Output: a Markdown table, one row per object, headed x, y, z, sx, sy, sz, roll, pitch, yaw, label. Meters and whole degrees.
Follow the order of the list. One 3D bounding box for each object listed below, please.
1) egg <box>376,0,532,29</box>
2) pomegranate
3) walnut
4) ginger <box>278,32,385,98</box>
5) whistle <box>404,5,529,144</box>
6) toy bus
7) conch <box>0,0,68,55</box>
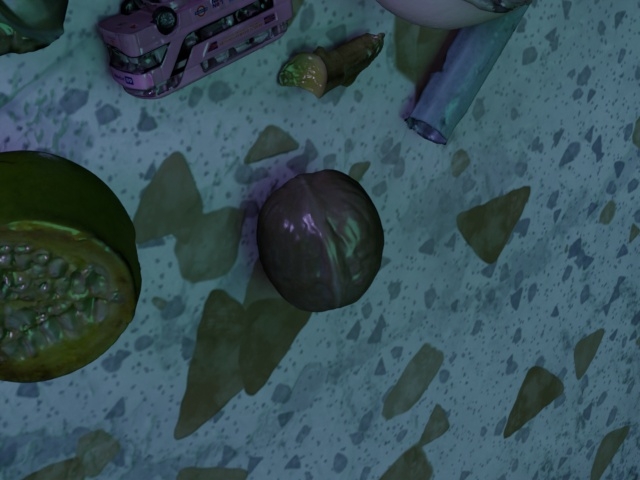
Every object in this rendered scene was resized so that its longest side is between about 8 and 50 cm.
| x | y | z | sx | sy | sz | roll | pitch | yaw | label |
| --- | --- | --- | --- | --- | --- | --- | --- | --- | --- |
| 0.114 | -0.354 | 1.173 | 0.264 | 0.174 | 0.286 | -4 | 85 | -41 | egg |
| -0.273 | 0.023 | 0.969 | 0.241 | 0.159 | 0.190 | -39 | 130 | 12 | pomegranate |
| 0.000 | 0.001 | 1.241 | 0.140 | 0.140 | 0.162 | -40 | 143 | -25 | walnut |
| 0.017 | -0.190 | 1.236 | 0.137 | 0.044 | 0.057 | -27 | 108 | -37 | ginger |
| 0.206 | -0.261 | 1.380 | 0.062 | 0.062 | 0.312 | 39 | 80 | -48 | whistle |
| -0.112 | -0.207 | 1.079 | 0.203 | 0.063 | 0.090 | -32 | 130 | -33 | toy bus |
| -0.284 | -0.212 | 0.854 | 0.175 | 0.122 | 0.188 | -60 | 151 | -31 | conch |
